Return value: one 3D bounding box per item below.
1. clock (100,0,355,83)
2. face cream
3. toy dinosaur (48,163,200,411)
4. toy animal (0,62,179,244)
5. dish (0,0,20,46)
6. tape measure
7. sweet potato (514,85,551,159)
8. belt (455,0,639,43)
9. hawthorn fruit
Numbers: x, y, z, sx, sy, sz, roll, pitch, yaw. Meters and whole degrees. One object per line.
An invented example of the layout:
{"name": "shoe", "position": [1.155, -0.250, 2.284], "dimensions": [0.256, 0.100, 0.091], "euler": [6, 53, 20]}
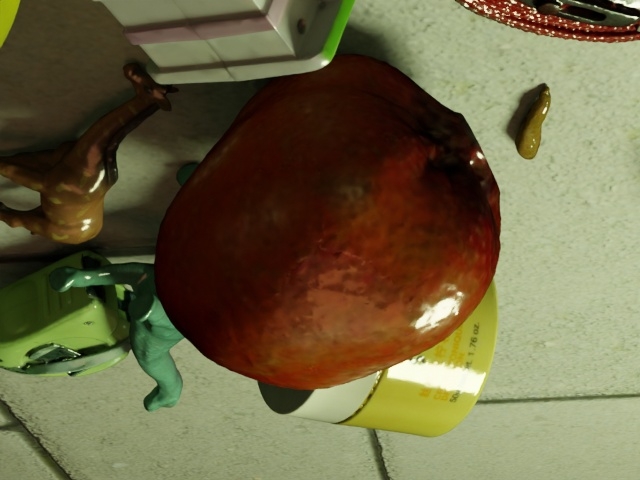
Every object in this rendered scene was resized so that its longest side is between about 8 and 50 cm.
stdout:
{"name": "clock", "position": [-0.092, -0.277, 0.814], "dimensions": [0.166, 0.235, 0.309], "euler": [0, 146, 34]}
{"name": "face cream", "position": [0.055, 0.088, 1.499], "dimensions": [0.179, 0.218, 0.218], "euler": [12, 150, -24]}
{"name": "toy dinosaur", "position": [-0.094, 0.053, 1.541], "dimensions": [0.383, 0.129, 0.331], "euler": [-30, 153, 9]}
{"name": "toy animal", "position": [-0.233, -0.080, 1.356], "dimensions": [0.230, 0.066, 0.224], "euler": [4, 134, 13]}
{"name": "dish", "position": [-0.322, -0.146, 0.963], "dimensions": [0.262, 0.108, 0.221], "euler": [-6, 155, -23]}
{"name": "tape measure", "position": [-0.292, 0.098, 1.629], "dimensions": [0.200, 0.106, 0.175], "euler": [-25, 150, 21]}
{"name": "sweet potato", "position": [0.198, -0.104, 1.344], "dimensions": [0.026, 0.026, 0.115], "euler": [1, 152, -2]}
{"name": "belt", "position": [0.181, -0.213, 1.036], "dimensions": [0.201, 0.124, 0.128], "euler": [9, 152, -16]}
{"name": "hawthorn fruit", "position": [0.008, -0.009, 1.234], "dimensions": [0.311, 0.295, 0.295], "euler": [-29, 154, -10]}
